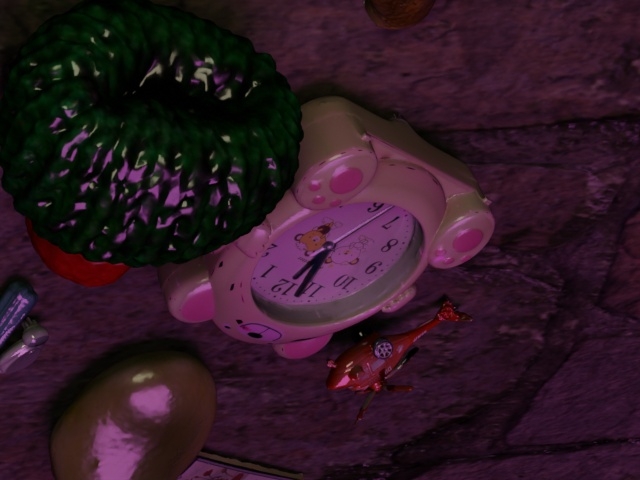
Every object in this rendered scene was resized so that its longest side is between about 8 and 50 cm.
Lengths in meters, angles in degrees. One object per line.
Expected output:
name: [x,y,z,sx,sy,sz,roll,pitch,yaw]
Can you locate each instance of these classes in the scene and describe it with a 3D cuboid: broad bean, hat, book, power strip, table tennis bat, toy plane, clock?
broad bean: [-0.226,0.230,1.878,0.189,0.121,0.263,14,114,-32]
hat: [-0.188,-0.050,1.470,0.274,0.242,0.332,15,142,-23]
book: [-0.148,0.342,2.102,0.231,0.026,0.157,22,124,-43]
power strip: [-0.329,0.116,1.743,0.055,0.035,0.083,-16,158,-47]
table tennis bat: [-0.368,0.124,1.695,0.201,0.033,0.124,-52,175,14]
toy plane: [0.095,0.131,1.923,0.194,0.126,0.077,-25,115,4]
clock: [0.000,0.000,1.706,0.309,0.114,0.284,-42,140,24]

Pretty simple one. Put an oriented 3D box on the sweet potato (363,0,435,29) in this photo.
sweet potato: [0.071,-0.311,1.412,0.112,0.085,0.286,-38,143,-40]
